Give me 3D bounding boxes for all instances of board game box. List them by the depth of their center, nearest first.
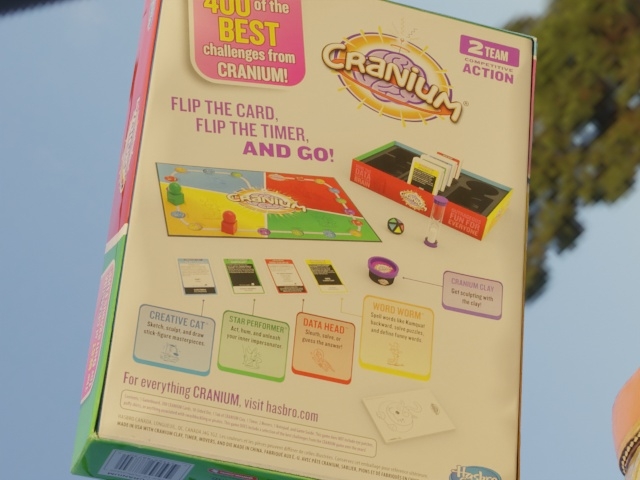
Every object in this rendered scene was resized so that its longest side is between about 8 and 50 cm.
[{"bbox_3d":[0.000,0.000,1.075,0.242,0.064,0.316,13,-118,-13],"label":"board game box"}]

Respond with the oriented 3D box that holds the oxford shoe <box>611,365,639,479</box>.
[{"bbox_3d":[0.230,0.091,0.877,0.397,0.140,0.146,93,-178,-64],"label":"oxford shoe"}]
